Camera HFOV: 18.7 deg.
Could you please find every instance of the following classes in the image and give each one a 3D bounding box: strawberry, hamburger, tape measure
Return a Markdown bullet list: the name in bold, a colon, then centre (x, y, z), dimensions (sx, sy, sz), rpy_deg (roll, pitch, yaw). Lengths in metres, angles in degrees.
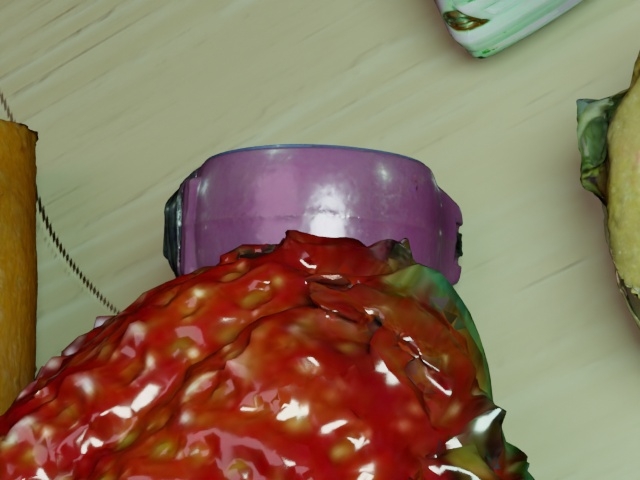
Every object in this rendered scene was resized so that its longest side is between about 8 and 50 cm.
- **strawberry**: centre (-0.040, 0.149, 0.711), dimensions (0.288, 0.238, 0.250), rpy_deg (-32, 34, -13)
- **hamburger**: centre (0.157, -0.032, 0.784), dimensions (0.102, 0.087, 0.176), rpy_deg (2, 74, 52)
- **tape measure**: centre (0.000, 0.000, 0.856), dimensions (0.118, 0.125, 0.074), rpy_deg (-6, 80, 39)

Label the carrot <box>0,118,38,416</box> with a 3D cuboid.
- **carrot**: centre (-0.238, 0.076, 0.936), dimensions (0.193, 0.214, 0.331), rpy_deg (-19, 58, 30)

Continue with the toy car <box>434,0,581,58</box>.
- **toy car**: centre (0.072, -0.193, 0.941), dimensions (0.090, 0.076, 0.224), rpy_deg (-31, 50, 22)
